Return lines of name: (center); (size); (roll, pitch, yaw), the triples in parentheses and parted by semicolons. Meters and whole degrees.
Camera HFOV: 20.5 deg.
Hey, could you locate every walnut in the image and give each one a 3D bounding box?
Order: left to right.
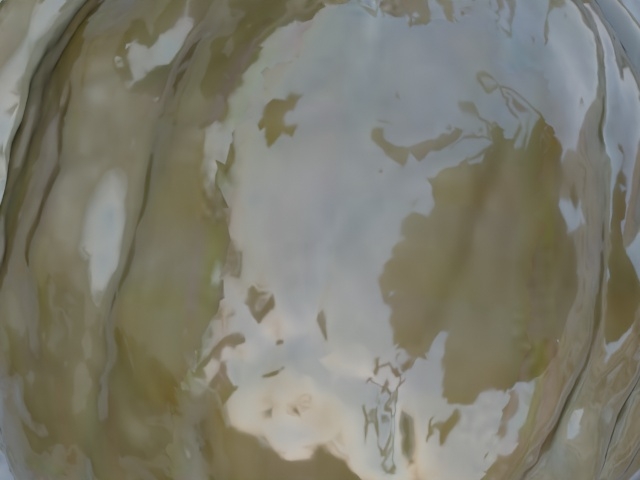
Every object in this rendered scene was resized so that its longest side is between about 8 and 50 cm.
walnut: (0.000, 0.000, 0.643); (0.285, 0.296, 0.285); (-2, 105, -9)

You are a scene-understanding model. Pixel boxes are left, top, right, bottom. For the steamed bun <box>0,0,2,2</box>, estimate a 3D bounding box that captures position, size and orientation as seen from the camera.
steamed bun: (-0.331, -0.156, 0.983); (0.456, 0.290, 0.371); (-43, 146, -71)
